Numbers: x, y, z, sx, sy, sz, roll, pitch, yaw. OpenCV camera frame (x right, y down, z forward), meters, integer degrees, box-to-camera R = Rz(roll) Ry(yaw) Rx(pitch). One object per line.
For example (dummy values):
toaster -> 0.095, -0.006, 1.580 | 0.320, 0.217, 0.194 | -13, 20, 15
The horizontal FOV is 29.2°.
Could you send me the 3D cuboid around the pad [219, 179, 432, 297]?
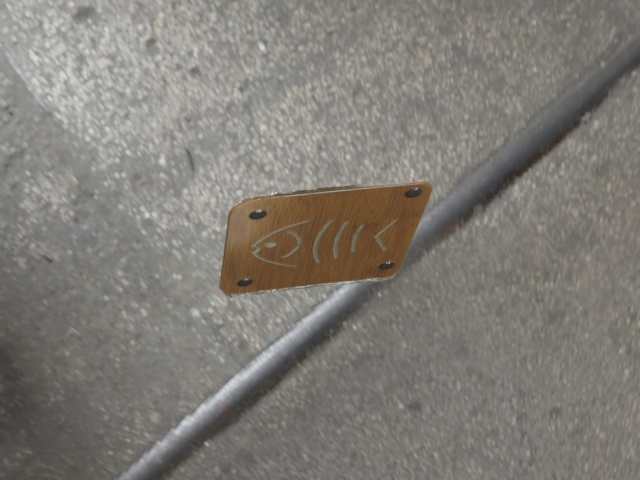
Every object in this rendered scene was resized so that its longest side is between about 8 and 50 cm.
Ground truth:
pad -> 0.000, 0.000, 1.759 | 0.284, 0.286, 0.018 | -6, 62, -12
